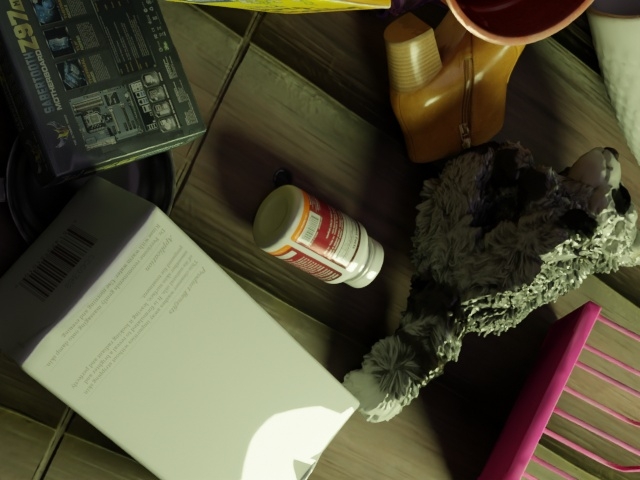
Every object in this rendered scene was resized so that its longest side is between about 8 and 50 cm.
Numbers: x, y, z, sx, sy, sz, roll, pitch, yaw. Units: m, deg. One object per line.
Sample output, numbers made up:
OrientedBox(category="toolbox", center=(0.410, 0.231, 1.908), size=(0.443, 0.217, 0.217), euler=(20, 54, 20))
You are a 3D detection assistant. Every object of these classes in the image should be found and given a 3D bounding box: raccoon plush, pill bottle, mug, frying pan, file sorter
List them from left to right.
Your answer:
OrientedBox(category="frying pan", center=(-0.300, -0.034, 1.462), size=(0.326, 0.053, 0.197), euler=(-32, 111, -25))
OrientedBox(category="pill bottle", center=(0.000, 0.000, 1.651), size=(0.152, 0.086, 0.086), euler=(29, 79, -34))
OrientedBox(category="raccoon plush", center=(0.231, 0.050, 1.805), size=(0.446, 0.216, 0.299), euler=(-43, 149, 16))
OrientedBox(category="file sorter", center=(0.349, 0.262, 1.812), size=(0.182, 0.202, 0.290), euler=(27, 78, 2))
OrientedBox(category="mug", center=(0.548, -0.243, 1.912), size=(0.374, 0.276, 0.328), euler=(-58, 134, -51))

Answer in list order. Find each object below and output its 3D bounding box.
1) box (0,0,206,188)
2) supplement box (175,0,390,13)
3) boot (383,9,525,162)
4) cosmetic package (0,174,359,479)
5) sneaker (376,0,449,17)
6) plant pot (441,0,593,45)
OrientedBox(category="box", center=(-0.246, -0.190, 1.439), size=(0.183, 0.059, 0.232), euler=(-21, 89, -32))
OrientedBox(category="supplement box", center=(-0.042, -0.437, 1.503), size=(0.195, 0.194, 0.356), euler=(0, 96, -34))
OrientedBox(category="boot", center=(0.217, -0.231, 1.724), size=(0.295, 0.104, 0.211), euler=(-28, 135, -8))
OrientedBox(category="cosmetic package", center=(-0.159, 0.136, 1.487), size=(0.217, 0.156, 0.385), euler=(-49, 127, -12))
OrientedBox(category="sneaker", center=(0.101, -0.307, 1.708), size=(0.170, 0.068, 0.071), euler=(8, 107, -26))
OrientedBox(category="plant pot", center=(0.172, -0.398, 1.577), size=(0.272, 0.265, 0.272), euler=(-17, 125, -26))
